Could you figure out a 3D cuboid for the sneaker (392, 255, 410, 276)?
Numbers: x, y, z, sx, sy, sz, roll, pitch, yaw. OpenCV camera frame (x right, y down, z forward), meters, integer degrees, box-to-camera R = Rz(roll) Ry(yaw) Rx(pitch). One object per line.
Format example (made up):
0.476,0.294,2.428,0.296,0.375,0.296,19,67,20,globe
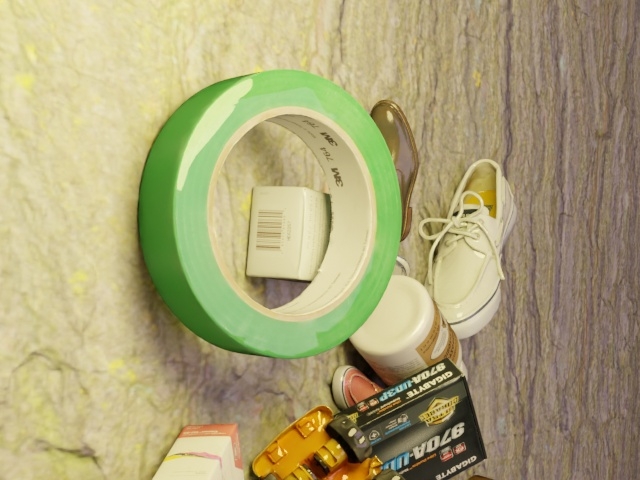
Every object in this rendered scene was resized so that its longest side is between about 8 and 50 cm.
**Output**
0.108,0.066,1.700,0.058,0.052,0.135,-64,142,-27,sneaker

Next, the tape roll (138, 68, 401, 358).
-0.049,-0.029,1.275,0.321,0.077,0.321,1,89,-39,tape roll

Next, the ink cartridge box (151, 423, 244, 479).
-0.134,0.287,1.207,0.198,0.067,0.115,-61,146,-74,ink cartridge box

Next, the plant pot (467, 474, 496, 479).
0.385,0.555,2.027,0.237,0.254,0.237,-5,95,-60,plant pot

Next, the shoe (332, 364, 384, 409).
0.086,0.233,1.640,0.178,0.081,0.063,50,50,-50,shoe

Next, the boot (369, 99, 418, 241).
0.086,-0.086,1.614,0.106,0.082,0.219,-33,122,-58,boot

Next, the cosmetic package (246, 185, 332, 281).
0.000,0.000,1.467,0.231,0.085,0.117,8,86,-59,cosmetic package

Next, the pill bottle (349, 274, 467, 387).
0.137,0.160,1.674,0.229,0.131,0.131,53,48,-49,pill bottle

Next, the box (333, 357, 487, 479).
0.116,0.287,1.603,0.220,0.051,0.175,-25,124,-11,box

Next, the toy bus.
0.026,0.344,1.470,0.149,0.220,0.211,-39,165,-12,toy bus

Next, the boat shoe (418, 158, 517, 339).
0.242,-0.010,1.845,0.367,0.136,0.156,-61,142,-43,boat shoe
